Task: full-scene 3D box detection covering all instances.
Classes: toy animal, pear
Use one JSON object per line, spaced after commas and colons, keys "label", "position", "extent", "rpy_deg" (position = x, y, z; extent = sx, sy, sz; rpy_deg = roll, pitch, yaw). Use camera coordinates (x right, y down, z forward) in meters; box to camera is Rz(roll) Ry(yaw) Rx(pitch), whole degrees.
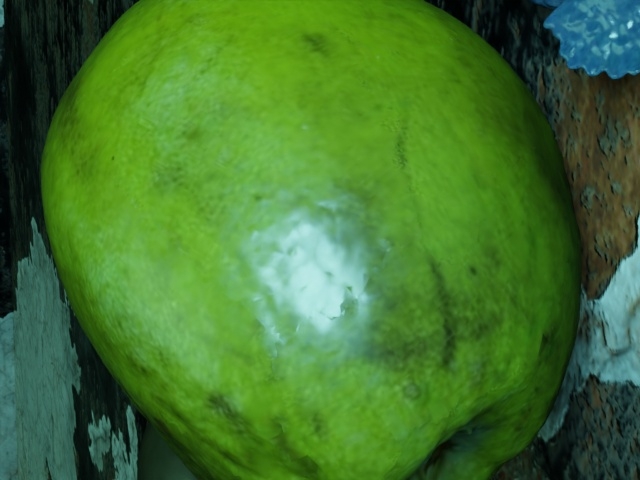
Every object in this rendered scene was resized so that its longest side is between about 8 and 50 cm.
{"label": "toy animal", "position": [0.098, -0.195, 0.969], "extent": [0.255, 0.239, 0.176], "rpy_deg": [12, 79, 28]}
{"label": "pear", "position": [0.000, 0.000, 1.066], "extent": [0.352, 0.352, 0.413], "rpy_deg": [102, 150, -45]}

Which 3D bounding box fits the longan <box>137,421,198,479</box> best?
{"label": "longan", "position": [-0.060, 0.220, 1.485], "extent": [0.246, 0.215, 0.246], "rpy_deg": [-8, -90, -74]}
